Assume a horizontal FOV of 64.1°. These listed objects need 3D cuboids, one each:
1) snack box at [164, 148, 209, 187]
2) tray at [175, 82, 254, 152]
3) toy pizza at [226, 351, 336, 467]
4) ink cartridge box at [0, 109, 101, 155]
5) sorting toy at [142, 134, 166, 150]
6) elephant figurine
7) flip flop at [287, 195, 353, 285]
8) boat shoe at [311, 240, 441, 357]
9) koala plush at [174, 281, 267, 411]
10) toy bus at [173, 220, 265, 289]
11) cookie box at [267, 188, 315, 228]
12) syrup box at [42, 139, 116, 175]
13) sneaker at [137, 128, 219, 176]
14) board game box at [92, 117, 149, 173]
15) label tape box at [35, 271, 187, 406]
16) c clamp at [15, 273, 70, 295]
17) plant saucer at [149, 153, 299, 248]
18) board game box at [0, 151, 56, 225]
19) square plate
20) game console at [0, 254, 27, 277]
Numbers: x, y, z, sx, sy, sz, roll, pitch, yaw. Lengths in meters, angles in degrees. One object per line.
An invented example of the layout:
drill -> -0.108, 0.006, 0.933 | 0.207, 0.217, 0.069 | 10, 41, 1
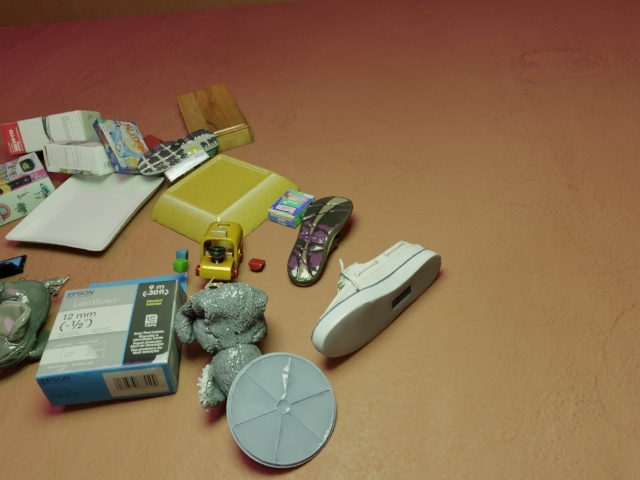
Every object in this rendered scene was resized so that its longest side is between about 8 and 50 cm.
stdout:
snack box -> -0.410, -0.217, 1.580 | 0.141, 0.100, 0.037 | -37, 89, -17
tray -> -0.397, -0.454, 1.878 | 0.203, 0.076, 0.411 | -20, 43, -10
toy pizza -> -0.070, 0.305, 0.930 | 0.201, 0.032, 0.201 | 8, 61, -14
ink cartridge box -> -0.939, -0.382, 1.822 | 0.273, 0.114, 0.197 | -11, 12, 0
sorting toy -> -0.610, -0.332, 1.788 | 0.366, 0.127, 0.126 | 24, 22, 36
elephant figurine -> -0.680, 0.210, 1.142 | 0.186, 0.169, 0.239 | -50, 50, 18
flip flop -> 0.000, 0.000, 1.285 | 0.112, 0.080, 0.277 | 13, 61, 18
boat shoe -> 0.091, 0.099, 1.102 | 0.367, 0.135, 0.156 | -35, 47, -30
koala plush -> -0.172, 0.212, 1.004 | 0.196, 0.203, 0.221 | -1, 66, -24
toy bus -> -0.245, 0.022, 1.242 | 0.202, 0.104, 0.191 | 23, 28, 38
cookie box -> -0.079, -0.090, 1.422 | 0.092, 0.040, 0.107 | 19, 49, 28
syrup box -> -0.777, -0.271, 1.663 | 0.237, 0.096, 0.093 | 6, 21, 23
sneaker -> -0.443, -0.256, 1.633 | 0.275, 0.110, 0.107 | -27, 62, -29
board game box -> -0.619, -0.298, 1.628 | 0.136, 0.035, 0.201 | -9, 61, -53
label tape box -> -0.435, 0.174, 1.126 | 0.249, 0.115, 0.347 | -6, 42, -5
c clamp -> -0.749, 0.133, 1.325 | 0.161, 0.022, 0.137 | 8, 49, 17
plant saucer -> -0.288, -0.139, 1.493 | 0.333, 0.081, 0.333 | 22, 50, 32
board game box -> -1.027, -0.148, 1.643 | 0.303, 0.097, 0.224 | -30, 44, -21
square plate -> -0.694, -0.090, 1.543 | 0.344, 0.049, 0.347 | 6, 44, 17
game console -> -0.880, 0.068, 1.388 | 0.122, 0.107, 0.071 | -17, 70, -7
